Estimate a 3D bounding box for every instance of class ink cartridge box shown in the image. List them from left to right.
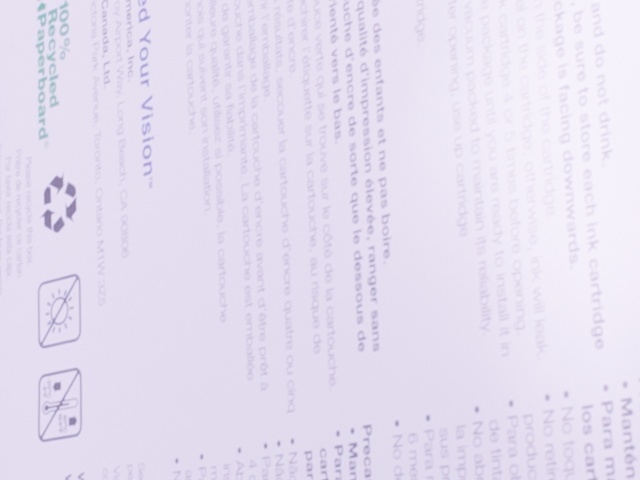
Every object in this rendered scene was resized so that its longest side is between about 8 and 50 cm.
[{"bbox_3d":[0.030,0.045,0.472,0.330,0.071,0.324,-14,72,45],"label":"ink cartridge box"}]
